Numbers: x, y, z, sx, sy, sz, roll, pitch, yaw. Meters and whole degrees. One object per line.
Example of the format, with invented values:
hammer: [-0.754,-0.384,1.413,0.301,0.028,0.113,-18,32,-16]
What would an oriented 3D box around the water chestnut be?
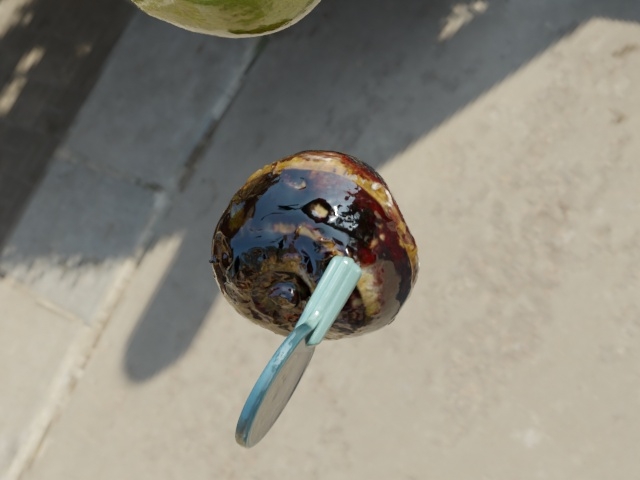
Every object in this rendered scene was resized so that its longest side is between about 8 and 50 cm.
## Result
water chestnut: [0.000,0.000,2.100,0.300,0.300,0.300,-32,42,34]

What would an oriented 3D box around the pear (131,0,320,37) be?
pear: [-0.096,-0.353,1.612,0.294,0.294,0.294,-32,42,34]

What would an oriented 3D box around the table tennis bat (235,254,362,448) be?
table tennis bat: [-0.025,0.122,1.625,0.038,0.149,0.237,28,80,13]
